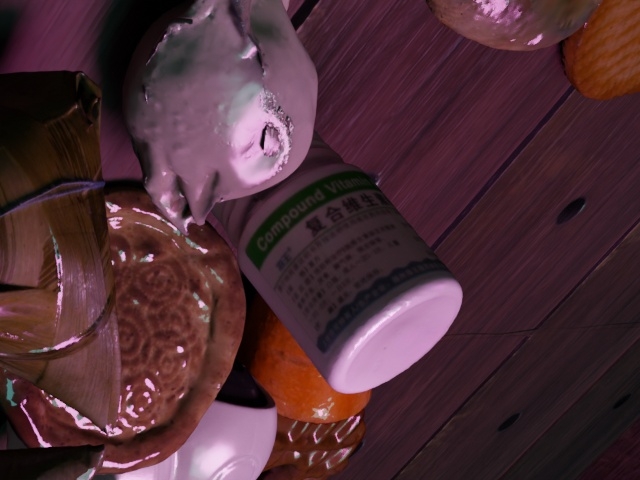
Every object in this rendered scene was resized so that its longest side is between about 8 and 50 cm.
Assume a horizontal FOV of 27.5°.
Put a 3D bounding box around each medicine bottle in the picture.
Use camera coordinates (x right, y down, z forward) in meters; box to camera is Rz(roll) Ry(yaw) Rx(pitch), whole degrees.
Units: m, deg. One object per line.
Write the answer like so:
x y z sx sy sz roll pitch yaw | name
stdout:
0.000 0.000 1.097 0.139 0.237 0.139 -29 153 -17 | medicine bottle

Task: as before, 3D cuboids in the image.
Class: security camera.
-0.154 0.181 1.245 0.236 0.194 0.194 -7 140 -42 | security camera

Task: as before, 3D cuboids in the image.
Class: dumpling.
-0.063 -0.122 0.978 0.172 0.142 0.247 -63 175 -52 | dumpling

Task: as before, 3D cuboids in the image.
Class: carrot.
-0.005 0.059 1.330 0.159 0.159 0.225 -19 135 -35 | carrot

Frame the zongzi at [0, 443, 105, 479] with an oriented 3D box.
-0.355 0.282 1.096 0.393 0.174 0.356 -13 153 -9 | zongzi

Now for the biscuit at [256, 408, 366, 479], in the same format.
-0.074 0.250 1.558 0.268 0.115 0.366 -30 155 -17 | biscuit

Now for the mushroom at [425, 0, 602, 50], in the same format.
0.141 -0.269 0.906 0.292 0.212 0.217 0 143 -43 | mushroom

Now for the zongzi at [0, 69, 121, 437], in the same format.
-0.212 0.049 0.814 0.251 0.125 0.274 -43 129 -61 | zongzi

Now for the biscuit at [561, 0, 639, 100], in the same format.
0.379 -0.274 1.370 0.318 0.040 0.318 -29 152 -17 | biscuit

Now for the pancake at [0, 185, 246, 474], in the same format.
-0.167 0.076 1.079 0.250 0.031 0.250 -4 97 -40 | pancake
